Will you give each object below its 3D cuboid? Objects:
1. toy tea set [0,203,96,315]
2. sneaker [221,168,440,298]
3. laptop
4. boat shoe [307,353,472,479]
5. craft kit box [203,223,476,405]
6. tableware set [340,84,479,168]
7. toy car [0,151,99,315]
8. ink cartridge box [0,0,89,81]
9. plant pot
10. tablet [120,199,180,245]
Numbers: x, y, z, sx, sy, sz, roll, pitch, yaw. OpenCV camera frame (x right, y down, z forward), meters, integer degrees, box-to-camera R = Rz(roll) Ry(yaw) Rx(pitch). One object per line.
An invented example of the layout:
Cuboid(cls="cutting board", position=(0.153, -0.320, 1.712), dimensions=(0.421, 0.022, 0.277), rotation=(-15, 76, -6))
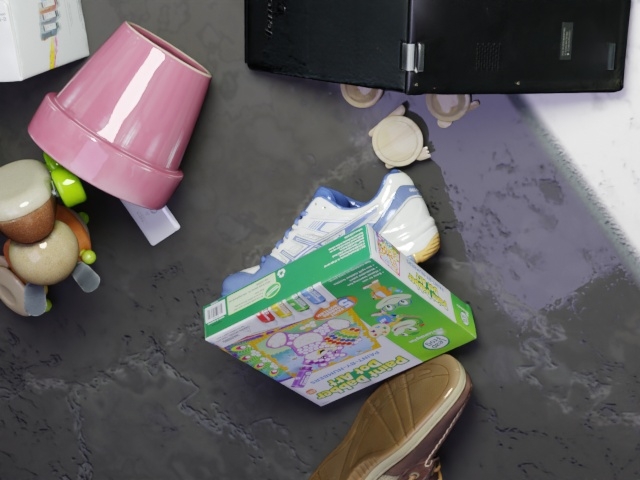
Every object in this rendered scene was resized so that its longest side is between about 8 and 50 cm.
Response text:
Cuboid(cls="toy tea set", position=(-0.448, -0.060, 1.588), dimensions=(0.336, 0.124, 0.200), rotation=(53, 144, -8))
Cuboid(cls="sneaker", position=(0.000, 0.000, 1.458), dimensions=(0.296, 0.112, 0.131), rotation=(-19, 94, 13))
Cuboid(cls="laptop", position=(0.130, -0.374, 1.316), dimensions=(0.408, 0.236, 0.381), rotation=(-2, 107, -11))
Cuboid(cls="boat shoe", position=(0.104, 0.294, 1.524), dimensions=(0.123, 0.123, 0.342), rotation=(27, 112, -25))
Cuboid(cls="craft kit box", position=(0.026, 0.103, 1.422), dimensions=(0.250, 0.061, 0.247), rotation=(-28, 142, 25))
Cuboid(cls="tableware set", position=(0.101, -0.181, 1.400), dimensions=(0.141, 0.020, 0.168), rotation=(-34, 93, 23))
Cuboid(cls="toy car", position=(-0.359, 0.000, 1.456), dimensions=(0.155, 0.149, 0.188), rotation=(-24, 119, -10))
Cuboid(cls="ink cartridge box", position=(-0.397, -0.276, 1.440), dimensions=(0.128, 0.176, 0.127), rotation=(0, 108, 18))
Cuboid(cls="plant pot", position=(-0.236, -0.165, 1.430), dimensions=(0.201, 0.201, 0.180), rotation=(34, 98, 4))
Cuboid(cls="tablet", position=(-0.235, -0.039, 1.563), dimensions=(0.054, 0.006, 0.083), rotation=(-31, 97, 24))
